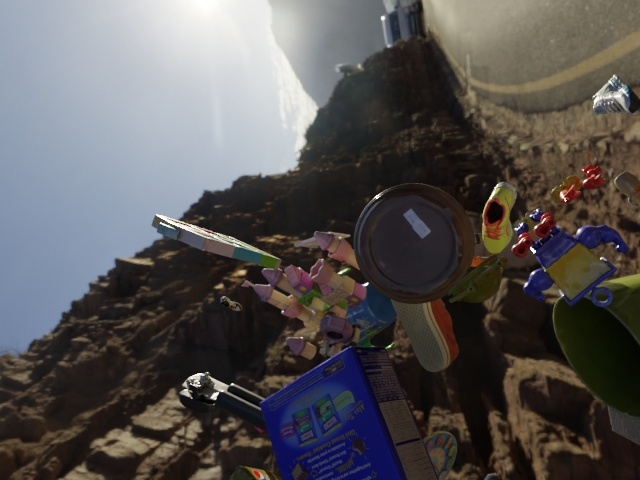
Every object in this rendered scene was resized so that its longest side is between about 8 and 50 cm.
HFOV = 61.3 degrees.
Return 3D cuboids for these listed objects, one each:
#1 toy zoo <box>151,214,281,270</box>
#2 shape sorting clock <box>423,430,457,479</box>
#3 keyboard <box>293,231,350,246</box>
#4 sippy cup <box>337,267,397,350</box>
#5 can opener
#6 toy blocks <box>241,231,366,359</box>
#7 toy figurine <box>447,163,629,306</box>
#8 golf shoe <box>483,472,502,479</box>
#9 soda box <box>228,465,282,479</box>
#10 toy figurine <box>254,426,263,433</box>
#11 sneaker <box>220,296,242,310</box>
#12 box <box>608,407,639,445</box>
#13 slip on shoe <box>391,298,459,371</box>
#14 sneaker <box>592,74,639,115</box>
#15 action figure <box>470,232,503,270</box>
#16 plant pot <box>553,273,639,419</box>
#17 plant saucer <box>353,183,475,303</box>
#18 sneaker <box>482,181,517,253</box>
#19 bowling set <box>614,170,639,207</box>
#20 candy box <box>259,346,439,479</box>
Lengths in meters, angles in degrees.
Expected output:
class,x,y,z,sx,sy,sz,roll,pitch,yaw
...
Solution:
class,x,y,z,sx,sy,sz,roll,pitch,yaw
toy zoo,-0.250,0.001,1.236,0.293,0.192,0.030,20,-90,-51
shape sorting clock,0.297,0.611,1.463,0.040,0.206,0.206,34,146,50
keyboard,0.000,0.000,1.677,0.256,0.072,0.014,-18,72,62
sippy cup,0.161,0.263,2.010,0.305,0.224,0.240,33,-130,-20
can opener,-0.214,0.391,1.296,0.074,0.280,0.093,-24,-59,-58
toy blocks,-0.051,0.147,1.502,0.260,0.288,0.309,32,-133,-20
toy figurine,0.439,0.062,1.000,0.217,0.362,0.191,46,-165,4
golf shoe,0.397,0.626,1.313,0.086,0.067,0.186,-118,26,-59
soda box,-0.150,0.604,1.324,0.058,0.061,0.181,-53,-38,-7
toy figurine,-0.117,0.533,1.570,0.173,0.159,0.130,96,-164,-68
sneaker,-0.315,0.230,1.893,0.032,0.083,0.037,-58,11,17
box,0.826,0.425,1.201,0.311,0.121,0.148,25,148,51
slip on shoe,0.262,0.165,1.381,0.101,0.123,0.331,-8,-107,-44
sneaker,0.653,-0.302,1.195,0.071,0.083,0.191,47,-152,-11
action figure,0.396,-0.004,1.784,0.178,0.330,0.341,-65,23,22
plant pot,0.694,0.174,1.112,0.275,0.293,0.275,156,90,-80
plant saucer,0.207,0.008,1.227,0.041,0.278,0.278,-5,-93,-73
sneaker,0.465,-0.048,1.446,0.094,0.081,0.208,-38,-46,-42
bowling set,0.796,-0.165,1.135,0.154,0.287,0.200,55,163,22
candy box,0.052,0.391,0.973,0.122,0.268,0.317,11,-131,-47
